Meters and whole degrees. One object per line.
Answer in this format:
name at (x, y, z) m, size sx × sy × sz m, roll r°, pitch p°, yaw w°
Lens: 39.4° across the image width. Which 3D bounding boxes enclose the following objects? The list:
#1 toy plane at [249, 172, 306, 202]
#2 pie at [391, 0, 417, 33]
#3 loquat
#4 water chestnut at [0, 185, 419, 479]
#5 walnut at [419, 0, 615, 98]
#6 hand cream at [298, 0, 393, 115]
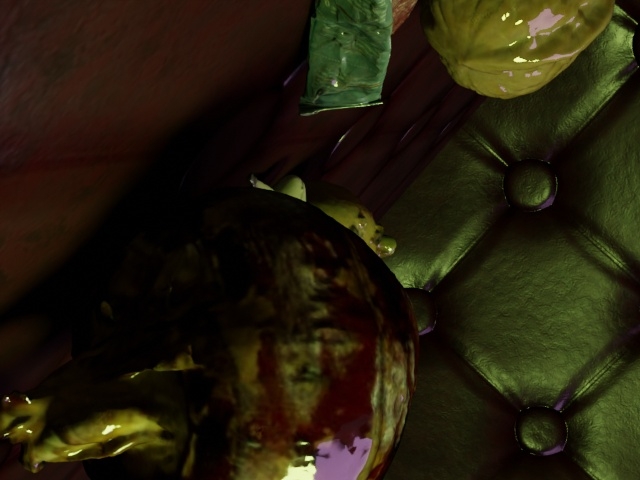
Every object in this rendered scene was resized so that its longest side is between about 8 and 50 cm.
toy plane at (-0.077, 0.036, 0.998) m, size 0.104 × 0.241 × 0.256 m, roll 32°, pitch 70°, yaw -49°
pie at (0.051, -0.213, 0.827) m, size 0.154 × 0.036 × 0.154 m, roll -46°, pitch 173°, yaw -7°
loquat at (0.000, 0.000, 1.158) m, size 0.172 × 0.204 × 0.150 m, roll -104°, pitch -162°, yaw -64°
water chestnut at (-0.098, 0.112, 0.736) m, size 0.346 × 0.335 × 0.335 m, roll 8°, pitch 134°, yaw -38°
walnut at (0.207, -0.253, 0.952) m, size 0.213 × 0.213 × 0.213 m, roll -46°, pitch 173°, yaw -7°
hand cream at (0.020, -0.165, 0.719) m, size 0.248 × 0.075 × 0.052 m, roll 95°, pitch 12°, yaw -68°
